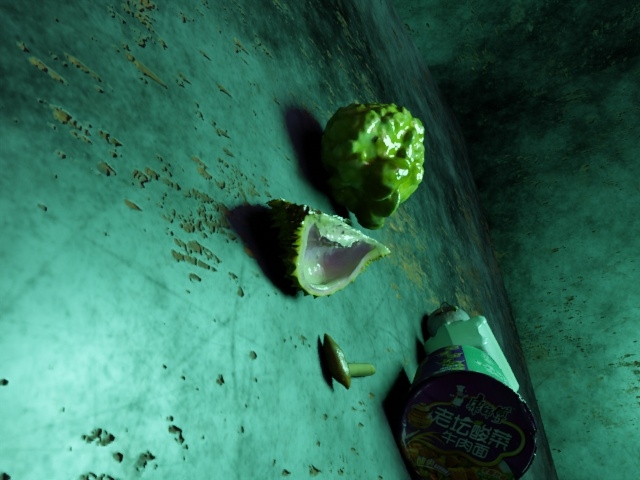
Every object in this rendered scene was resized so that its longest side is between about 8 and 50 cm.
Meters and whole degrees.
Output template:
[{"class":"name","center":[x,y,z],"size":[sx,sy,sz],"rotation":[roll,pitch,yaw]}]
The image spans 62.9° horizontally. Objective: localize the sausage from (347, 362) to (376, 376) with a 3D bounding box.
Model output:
[{"class":"sausage","center":[0.064,0.221,0.895],"size":[0.132,0.024,0.024],"rotation":[21,54,-59]}]

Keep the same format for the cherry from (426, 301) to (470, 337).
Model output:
[{"class":"cherry","center":[0.336,0.236,1.320],"size":[0.188,0.115,0.148],"rotation":[-170,-84,-83]}]

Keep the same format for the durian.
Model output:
[{"class":"durian","center":[0.001,-0.001,0.798],"size":[0.182,0.132,0.165],"rotation":[-21,81,-55]}]

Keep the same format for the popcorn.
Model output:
[{"class":"popcorn","center":[0.105,-0.146,1.049],"size":[0.237,0.206,0.251],"rotation":[-14,103,-82]}]

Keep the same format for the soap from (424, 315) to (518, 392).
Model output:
[{"class":"soap","center":[0.367,0.326,1.277],"size":[0.289,0.173,0.095],"rotation":[57,28,-30]}]

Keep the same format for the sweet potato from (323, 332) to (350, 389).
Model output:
[{"class":"sweet potato","center":[0.024,0.191,0.823],"size":[0.095,0.034,0.034],"rotation":[64,23,9]}]

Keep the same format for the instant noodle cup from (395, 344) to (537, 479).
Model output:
[{"class":"instant noodle cup","center":[0.279,0.332,1.031],"size":[0.190,0.251,0.251],"rotation":[-41,110,-73]}]
